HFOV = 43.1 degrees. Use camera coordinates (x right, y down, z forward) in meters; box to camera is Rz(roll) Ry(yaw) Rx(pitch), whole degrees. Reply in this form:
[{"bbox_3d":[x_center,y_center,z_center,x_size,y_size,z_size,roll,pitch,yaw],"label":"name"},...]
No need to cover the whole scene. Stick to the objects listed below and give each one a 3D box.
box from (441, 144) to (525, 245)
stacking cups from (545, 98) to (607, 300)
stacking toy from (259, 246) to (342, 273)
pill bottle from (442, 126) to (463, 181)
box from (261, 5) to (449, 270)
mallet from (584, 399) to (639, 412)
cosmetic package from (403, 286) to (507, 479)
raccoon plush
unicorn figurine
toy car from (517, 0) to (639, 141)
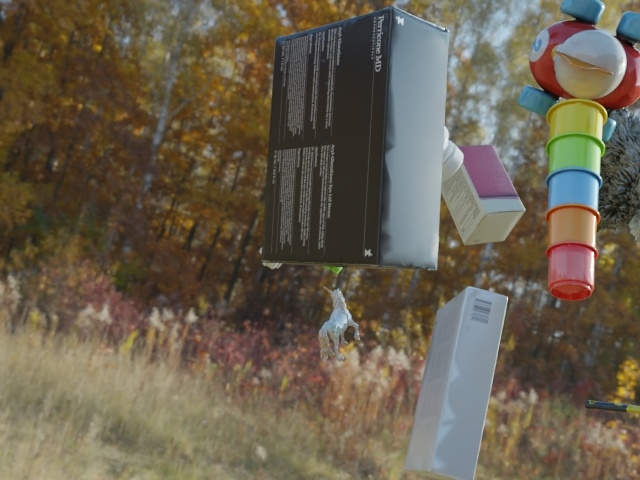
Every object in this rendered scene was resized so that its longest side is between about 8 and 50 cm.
[{"bbox_3d":[0.427,-0.124,2.182,0.127,0.232,0.148,-6,-33,-20],"label":"box"},{"bbox_3d":[0.386,-0.060,1.241,0.096,0.316,0.096,9,-23,4],"label":"stacking cups"},{"bbox_3d":[0.000,0.000,1.696,0.221,0.052,0.167,12,-49,-36],"label":"stacking toy"},{"bbox_3d":[0.224,-0.243,1.896,0.229,0.131,0.131,41,-18,-23],"label":"pill bottle"},{"bbox_3d":[0.036,-0.100,0.889,0.103,0.261,0.184,6,-3,-41],"label":"box"},{"bbox_3d":[0.520,0.272,1.333,0.039,0.062,0.190,63,-22,-10],"label":"mallet"},{"bbox_3d":[0.280,0.311,1.713,0.097,0.377,0.284,15,-15,-3],"label":"cosmetic package"},{"bbox_3d":[0.583,-0.154,1.469,0.216,0.446,0.299,-28,17,-14],"label":"raccoon plush"},{"bbox_3d":[0.034,0.165,1.588,0.060,0.111,0.162,-14,17,17],"label":"unicorn figurine"},{"bbox_3d":[0.438,-0.302,1.367,0.210,0.219,0.238,29,17,22],"label":"toy car"}]
